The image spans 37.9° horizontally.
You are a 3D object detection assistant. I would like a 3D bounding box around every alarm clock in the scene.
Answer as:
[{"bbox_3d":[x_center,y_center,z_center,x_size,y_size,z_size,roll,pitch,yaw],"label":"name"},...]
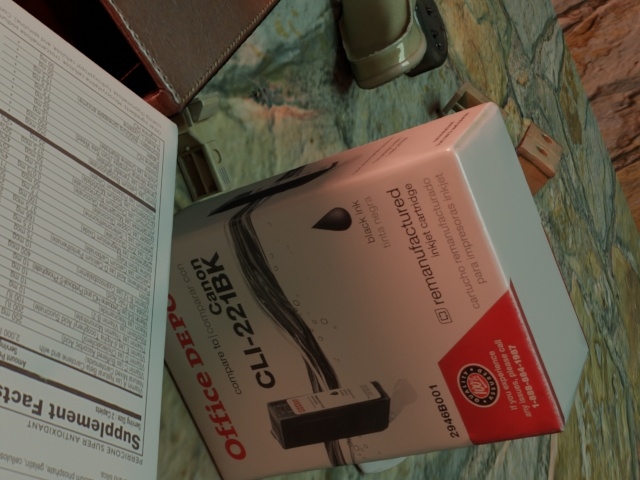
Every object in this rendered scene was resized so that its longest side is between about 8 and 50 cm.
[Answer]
[{"bbox_3d":[0.144,-0.300,1.337,0.192,0.064,0.129,14,62,-63],"label":"alarm clock"}]

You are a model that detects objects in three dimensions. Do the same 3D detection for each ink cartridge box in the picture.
[{"bbox_3d":[0.021,0.046,0.661,0.114,0.272,0.197,-43,113,-57],"label":"ink cartridge box"}]

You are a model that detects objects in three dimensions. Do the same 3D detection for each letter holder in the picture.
[{"bbox_3d":[-0.149,-0.211,0.625,0.214,0.152,0.302,59,30,-22],"label":"letter holder"}]

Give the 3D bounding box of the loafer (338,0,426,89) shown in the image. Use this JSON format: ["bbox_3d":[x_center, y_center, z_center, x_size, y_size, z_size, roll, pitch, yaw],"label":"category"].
[{"bbox_3d":[0.066,-0.280,1.140,0.092,0.102,0.269,52,24,-32],"label":"loafer"}]

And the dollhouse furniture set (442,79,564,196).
[{"bbox_3d":[0.251,-0.135,1.412,0.183,0.129,0.129,39,30,1],"label":"dollhouse furniture set"}]

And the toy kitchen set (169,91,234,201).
[{"bbox_3d":[-0.098,-0.069,0.724,0.083,0.068,0.075,-35,106,-62],"label":"toy kitchen set"}]

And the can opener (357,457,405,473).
[{"bbox_3d":[0.009,0.103,0.846,0.280,0.074,0.093,58,-4,-30],"label":"can opener"}]

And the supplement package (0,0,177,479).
[{"bbox_3d":[-0.193,0.051,0.327,0.198,0.199,0.263,37,44,-49],"label":"supplement package"}]
